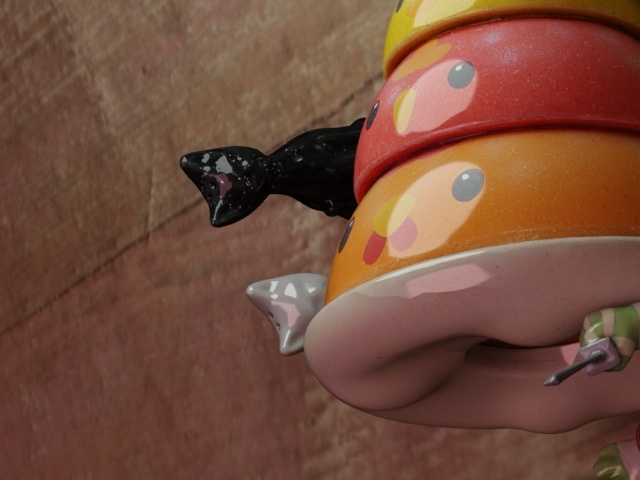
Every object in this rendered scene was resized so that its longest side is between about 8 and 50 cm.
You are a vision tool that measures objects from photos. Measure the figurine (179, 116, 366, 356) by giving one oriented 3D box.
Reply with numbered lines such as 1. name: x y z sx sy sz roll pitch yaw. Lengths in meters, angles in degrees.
1. figurine: 0.000 0.000 1.706 0.092 0.209 0.215 -47 63 41

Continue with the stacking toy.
1. stacking toy: 0.148 -0.114 1.512 0.350 0.350 0.480 -29 58 46

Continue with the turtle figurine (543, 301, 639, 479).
1. turtle figurine: 0.235 0.145 1.282 0.198 0.274 0.266 24 148 9
